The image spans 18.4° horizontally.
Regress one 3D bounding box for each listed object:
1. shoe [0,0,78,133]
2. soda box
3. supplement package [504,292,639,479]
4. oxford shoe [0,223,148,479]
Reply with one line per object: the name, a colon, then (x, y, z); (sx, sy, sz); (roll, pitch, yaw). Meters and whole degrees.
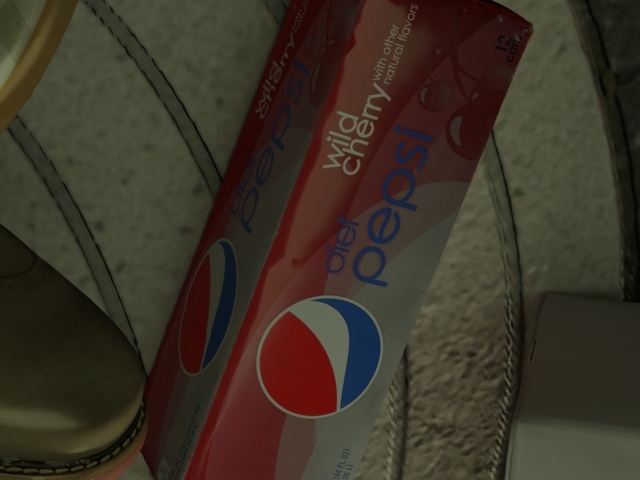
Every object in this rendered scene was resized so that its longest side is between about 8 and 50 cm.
shoe: (-0.175, -0.058, 0.834); (0.058, 0.076, 0.219); (35, 97, -31)
soda box: (0.000, 0.000, 0.908); (0.083, 0.092, 0.263); (15, 103, -22)
supplement package: (0.234, 0.147, 0.936); (0.293, 0.177, 0.175); (7, 109, 9)
oxford shoe: (-0.206, -0.028, 0.730); (0.348, 0.123, 0.130); (31, 127, -2)
